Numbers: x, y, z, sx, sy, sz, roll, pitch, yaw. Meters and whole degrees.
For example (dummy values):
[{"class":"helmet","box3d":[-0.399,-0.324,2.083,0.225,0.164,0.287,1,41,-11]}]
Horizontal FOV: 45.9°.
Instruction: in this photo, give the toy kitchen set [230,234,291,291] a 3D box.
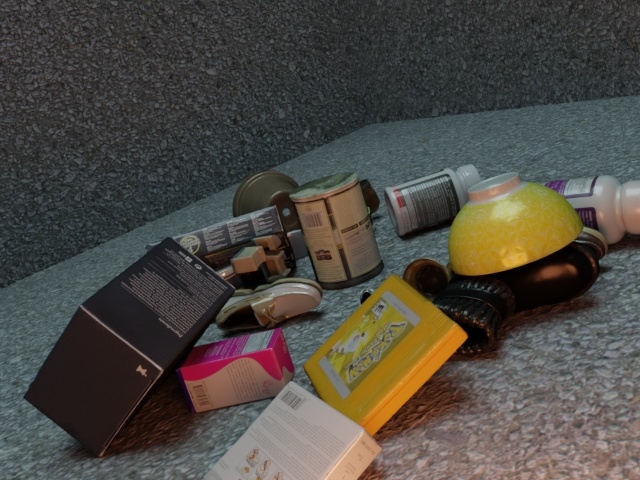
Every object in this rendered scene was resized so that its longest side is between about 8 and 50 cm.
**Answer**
[{"class":"toy kitchen set","box3d":[-0.168,0.107,2.024,0.122,0.207,0.166,-9,21,28]}]

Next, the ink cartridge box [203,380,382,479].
[{"class":"ink cartridge box","box3d":[-0.055,0.379,1.282,0.239,0.060,0.275,-47,25,-14]}]

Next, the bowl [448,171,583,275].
[{"class":"bowl","box3d":[0.394,-0.054,1.614,0.289,0.156,0.289,-21,9,3]}]

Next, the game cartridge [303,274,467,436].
[{"class":"game cartridge","box3d":[0.109,0.216,1.447,0.285,0.052,0.323,-46,18,-1]}]

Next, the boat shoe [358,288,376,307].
[{"class":"boat shoe","box3d":[0.118,0.150,1.837,0.066,0.063,0.184,-14,17,13]}]

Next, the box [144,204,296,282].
[{"class":"box","box3d":[-0.284,0.050,2.242,0.394,0.097,0.318,-17,-20,0]}]

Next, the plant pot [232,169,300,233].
[{"class":"plant pot","box3d":[-0.149,-0.102,2.565,0.263,0.263,0.229,-22,15,-16]}]

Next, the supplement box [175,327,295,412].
[{"class":"supplement box","box3d":[-0.180,0.280,1.631,0.220,0.111,0.114,-13,16,13]}]

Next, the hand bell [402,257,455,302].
[{"class":"hand bell","box3d":[0.308,0.082,1.857,0.126,0.126,0.242,-7,6,32]}]

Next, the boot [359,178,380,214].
[{"class":"boot","box3d":[0.067,-0.081,2.618,0.305,0.115,0.112,-32,21,13]}]

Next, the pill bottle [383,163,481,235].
[{"class":"pill bottle","box3d":[0.353,-0.129,2.343,0.283,0.161,0.161,-18,16,-2]}]

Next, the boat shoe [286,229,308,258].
[{"class":"boat shoe","box3d":[-0.137,0.028,2.463,0.267,0.096,0.088,-26,21,0]}]

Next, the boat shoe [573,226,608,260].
[{"class":"boat shoe","box3d":[0.482,0.049,1.744,0.342,0.123,0.123,-4,41,29]}]

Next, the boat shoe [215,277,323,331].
[{"class":"boat shoe","box3d":[-0.134,0.178,1.954,0.302,0.113,0.103,-14,35,27]}]

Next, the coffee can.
[{"class":"coffee can","box3d":[0.047,-0.029,2.120,0.201,0.275,0.201,-15,16,5]}]

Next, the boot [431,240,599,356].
[{"class":"boot","box3d":[0.380,0.121,1.537,0.348,0.131,0.260,-20,6,31]}]

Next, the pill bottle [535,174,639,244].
[{"class":"pill bottle","box3d":[0.641,-0.069,1.840,0.301,0.169,0.169,-4,21,37]}]

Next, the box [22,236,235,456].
[{"class":"box","box3d":[-0.407,0.219,1.668,0.293,0.212,0.395,-51,1,25]}]

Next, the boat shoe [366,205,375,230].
[{"class":"boat shoe","box3d":[0.100,-0.032,2.404,0.109,0.091,0.305,-11,17,21]}]

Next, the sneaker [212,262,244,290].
[{"class":"sneaker","box3d":[-0.368,0.177,2.146,0.321,0.127,0.126,-20,15,8]}]
